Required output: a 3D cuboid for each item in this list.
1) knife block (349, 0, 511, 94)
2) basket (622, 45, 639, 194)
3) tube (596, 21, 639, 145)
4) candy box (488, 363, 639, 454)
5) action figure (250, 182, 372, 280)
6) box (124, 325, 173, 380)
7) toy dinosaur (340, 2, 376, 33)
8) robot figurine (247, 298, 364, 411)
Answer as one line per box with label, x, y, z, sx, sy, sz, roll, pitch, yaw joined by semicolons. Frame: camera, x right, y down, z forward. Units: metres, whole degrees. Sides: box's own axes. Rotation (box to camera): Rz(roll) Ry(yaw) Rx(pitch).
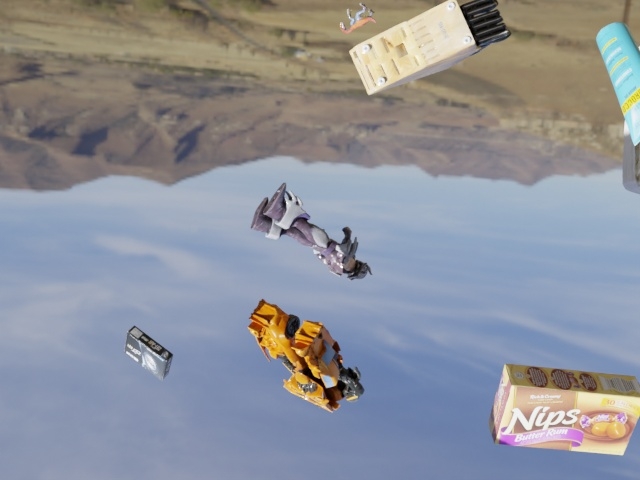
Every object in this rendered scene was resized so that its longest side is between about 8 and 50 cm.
knife block;0.209;-0.356;1.533;0.276;0.088;0.242;-24;180;12
basket;0.829;-0.246;1.702;0.331;0.328;0.266;12;167;-20
tube;0.482;-0.249;1.292;0.052;0.207;0.080;7;143;-19
candy box;0.338;0.234;1.157;0.187;0.109;0.053;6;-149;-4
action figure;0.000;0.000;1.768;0.285;0.099;0.185;34;159;-19
box;-0.283;0.185;1.375;0.083;0.067;0.018;35;-130;9
toy dinosaur;0.075;-0.472;1.801;0.047;0.082;0.090;23;-143;-26
robot figurine;-0.030;0.230;1.598;0.211;0.085;0.291;19;151;31
